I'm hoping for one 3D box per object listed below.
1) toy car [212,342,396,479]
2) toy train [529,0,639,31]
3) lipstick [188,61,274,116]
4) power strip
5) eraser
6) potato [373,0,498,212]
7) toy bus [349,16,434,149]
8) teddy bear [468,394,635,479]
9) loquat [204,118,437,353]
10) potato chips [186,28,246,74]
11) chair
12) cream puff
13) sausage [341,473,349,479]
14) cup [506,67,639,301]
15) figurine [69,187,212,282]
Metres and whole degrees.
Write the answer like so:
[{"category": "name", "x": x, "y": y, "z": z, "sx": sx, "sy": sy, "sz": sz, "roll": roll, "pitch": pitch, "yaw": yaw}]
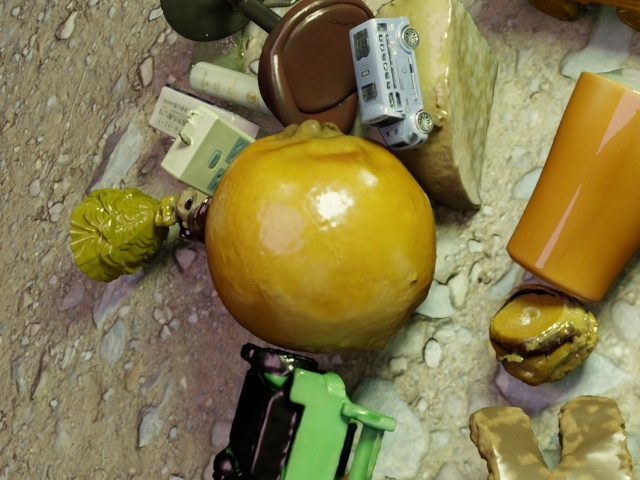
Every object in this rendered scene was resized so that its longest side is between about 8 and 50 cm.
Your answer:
[{"category": "toy car", "x": -0.037, "y": 0.262, "z": 1.210, "sx": 0.358, "sy": 0.176, "sz": 0.214, "roll": 163, "pitch": 122, "yaw": -79}, {"category": "toy train", "x": 0.342, "y": -0.392, "z": 1.148, "sx": 0.369, "sy": 0.231, "sz": 0.163, "roll": 28, "pitch": 95, "yaw": 43}, {"category": "lipstick", "x": -0.116, "y": -0.256, "z": 1.550, "sx": 0.264, "sy": 0.059, "sz": 0.059, "roll": 22, "pitch": 88, "yaw": 31}, {"category": "power strip", "x": -0.113, "y": -0.097, "z": 1.324, "sx": 0.043, "sy": 0.367, "sz": 0.106, "roll": 33, "pitch": 92, "yaw": 27}, {"category": "eraser", "x": -0.167, "y": -0.182, "z": 1.549, "sx": 0.287, "sy": 0.130, "sz": 0.086, "roll": 28, "pitch": 94, "yaw": 41}, {"category": "potato", "x": 0.125, "y": -0.189, "z": 1.262, "sx": 0.189, "sy": 0.211, "sz": 0.264, "roll": 1, "pitch": 75, "yaw": 30}, {"category": "toy bus", "x": 0.088, "y": -0.201, "z": 1.160, "sx": 0.073, "sy": 0.076, "sz": 0.167, "roll": -12, "pitch": 87, "yaw": 56}, {"category": "teddy bear", "x": 0.281, "y": 0.342, "z": 0.988, "sx": 0.246, "sy": 0.223, "sz": 0.296, "roll": -8, "pitch": 31, "yaw": 5}, {"category": "loquat", "x": 0.000, "y": 0.000, "z": 1.216, "sx": 0.328, "sy": 0.328, "sz": 0.329, "roll": -15, "pitch": 64, "yaw": 34}, {"category": "potato chips", "x": -0.212, "y": -0.376, "z": 1.708, "sx": 0.167, "sy": 0.059, "sz": 0.228, "roll": -18, "pitch": 68, "yaw": 40}, {"category": "chair", "x": -0.067, "y": -0.333, "z": 1.414, "sx": 0.226, "sy": 0.226, "sz": 0.401, "roll": -52, "pitch": 53, "yaw": 11}, {"category": "cream puff", "x": 0.276, "y": 0.117, "z": 1.092, "sx": 0.133, "sy": 0.104, "sz": 0.119, "roll": -12, "pitch": 34, "yaw": 28}, {"category": "sausage", "x": 0.001, "y": 0.382, "z": 1.242, "sx": 0.154, "sy": 0.062, "sz": 0.062, "roll": -39, "pitch": 53, "yaw": 21}, {"category": "cup", "x": 0.339, "y": -0.074, "z": 1.092, "sx": 0.264, "sy": 0.182, "sz": 0.226, "roll": -62, "pitch": 15, "yaw": 11}, {"category": "figurine", "x": -0.266, "y": -0.040, "z": 1.550, "sx": 0.315, "sy": 0.187, "sz": 0.168, "roll": -13, "pitch": 98, "yaw": 33}]
